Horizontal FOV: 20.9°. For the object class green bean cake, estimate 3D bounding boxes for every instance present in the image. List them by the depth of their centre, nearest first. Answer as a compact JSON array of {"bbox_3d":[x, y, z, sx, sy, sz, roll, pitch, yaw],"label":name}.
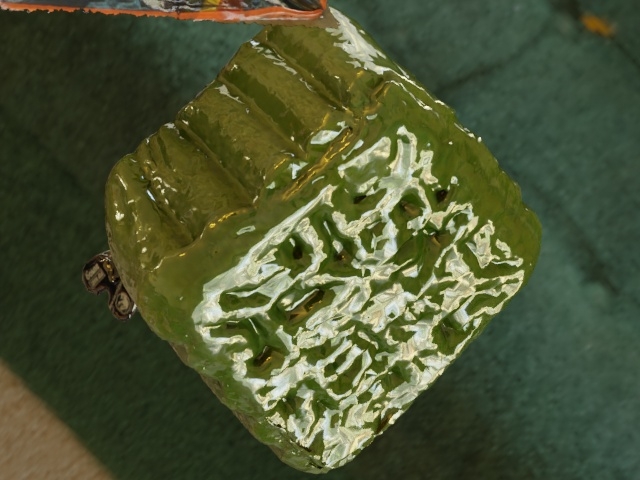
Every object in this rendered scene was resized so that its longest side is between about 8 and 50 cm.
[{"bbox_3d":[0.000,0.000,1.043,0.222,0.248,0.125,-44,43,-2],"label":"green bean cake"}]

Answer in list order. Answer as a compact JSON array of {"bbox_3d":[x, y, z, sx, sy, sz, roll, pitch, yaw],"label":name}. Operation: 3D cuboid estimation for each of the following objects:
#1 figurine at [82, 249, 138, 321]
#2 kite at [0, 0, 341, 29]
[{"bbox_3d":[-0.099,0.026,1.409,0.114,0.108,0.196,36,36,28],"label":"figurine"},{"bbox_3d":[-0.087,-0.134,0.513,0.234,0.016,0.321,32,47,-1],"label":"kite"}]
